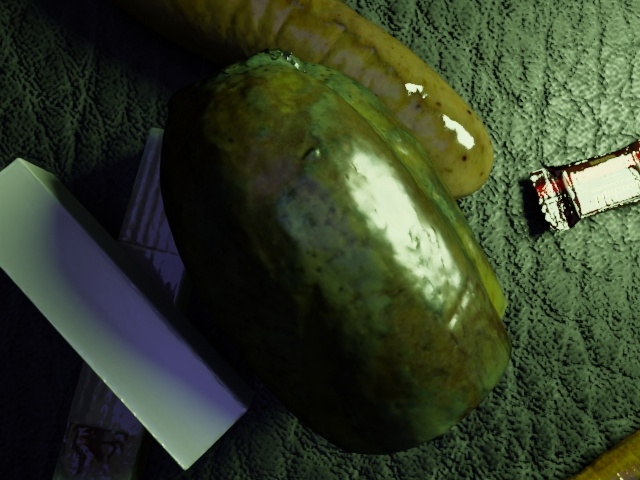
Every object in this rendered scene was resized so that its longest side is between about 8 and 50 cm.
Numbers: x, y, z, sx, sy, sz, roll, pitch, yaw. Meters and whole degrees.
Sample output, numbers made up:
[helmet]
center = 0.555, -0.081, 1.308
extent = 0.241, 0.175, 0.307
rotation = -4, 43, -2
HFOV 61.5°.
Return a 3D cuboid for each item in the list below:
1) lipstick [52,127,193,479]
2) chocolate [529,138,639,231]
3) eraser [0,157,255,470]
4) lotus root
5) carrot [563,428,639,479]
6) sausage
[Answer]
[lipstick]
center = -0.186, 0.072, 0.571
extent = 0.079, 0.076, 0.372
rotation = 14, 85, -2
[chocolate]
center = 0.341, -0.069, 0.646
extent = 0.182, 0.028, 0.086
rotation = -19, 80, -6
[eraser]
center = -0.189, 0.064, 0.493
extent = 0.076, 0.078, 0.298
rotation = -43, 89, -5
[lotus root]
center = 0.000, 0.000, 0.482
extent = 0.250, 0.250, 0.346
rotation = -33, 100, -6
[carrot]
center = 0.366, 0.248, 0.609
extent = 0.314, 0.066, 0.066
rotation = -28, 88, -2
[sausage]
center = -0.026, -0.208, 0.585
extent = 0.500, 0.123, 0.136
rotation = 33, 111, -1
